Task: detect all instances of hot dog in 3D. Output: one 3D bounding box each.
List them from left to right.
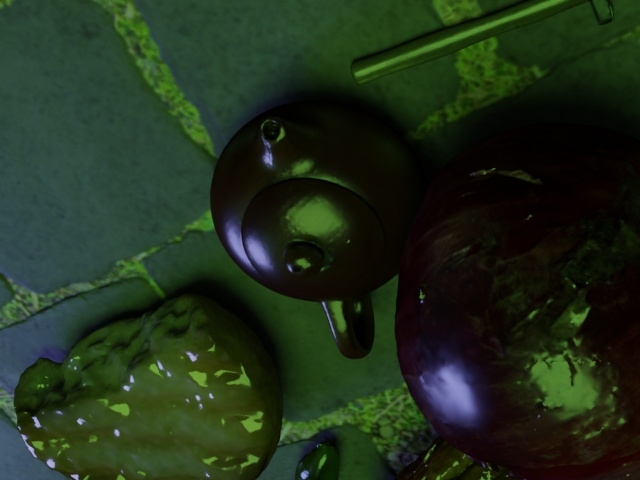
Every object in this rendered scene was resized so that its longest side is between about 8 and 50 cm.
[{"bbox_3d":[0.146,0.248,0.981,0.160,0.099,0.227,23,129,-18],"label":"hot dog"}]

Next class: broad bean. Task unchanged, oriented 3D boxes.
[{"bbox_3d":[0.003,0.296,1.074,0.069,0.039,0.227,0,126,17],"label":"broad bean"}]

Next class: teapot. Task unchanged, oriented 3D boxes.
[{"bbox_3d":[0.000,0.000,0.807,0.178,0.135,0.252,-6,123,19],"label":"teapot"}]

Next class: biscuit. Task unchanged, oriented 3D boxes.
[{"bbox_3d":[-0.156,0.168,0.978,0.274,0.091,0.213,-20,117,20],"label":"biscuit"}]

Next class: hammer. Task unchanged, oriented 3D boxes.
[{"bbox_3d":[0.113,-0.159,0.747,0.198,0.013,0.062,-17,120,20],"label":"hammer"}]

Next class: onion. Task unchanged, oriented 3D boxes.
[{"bbox_3d":[0.186,0.044,0.720,0.276,0.276,0.276,5,126,7],"label":"onion"}]
